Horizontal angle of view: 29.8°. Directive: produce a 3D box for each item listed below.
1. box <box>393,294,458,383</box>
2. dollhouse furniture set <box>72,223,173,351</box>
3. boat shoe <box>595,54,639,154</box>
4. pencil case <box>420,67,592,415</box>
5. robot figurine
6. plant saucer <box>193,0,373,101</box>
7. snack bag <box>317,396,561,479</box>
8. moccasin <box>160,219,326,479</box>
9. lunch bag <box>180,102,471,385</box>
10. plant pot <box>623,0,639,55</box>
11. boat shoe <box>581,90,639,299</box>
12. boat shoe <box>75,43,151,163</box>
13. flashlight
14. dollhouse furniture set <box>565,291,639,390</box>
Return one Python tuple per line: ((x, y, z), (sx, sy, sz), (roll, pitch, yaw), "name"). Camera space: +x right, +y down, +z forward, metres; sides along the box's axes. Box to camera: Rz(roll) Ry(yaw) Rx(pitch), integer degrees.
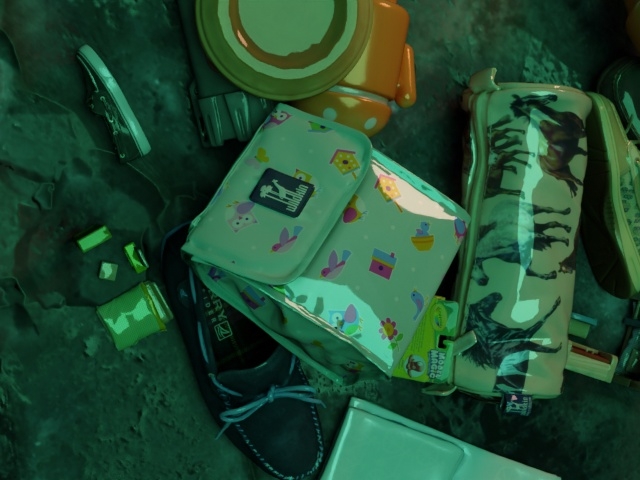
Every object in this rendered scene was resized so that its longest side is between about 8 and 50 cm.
((0.077, 0.107, 1.448), (0.179, 0.043, 0.105), (9, 93, 22), "box")
((-0.227, 0.053, 1.378), (0.076, 0.058, 0.151), (-30, 104, -15), "dollhouse furniture set")
((0.500, -0.101, 1.589), (0.132, 0.130, 0.355), (-44, 107, -11), "boat shoe")
((0.232, 0.001, 1.484), (0.183, 0.160, 0.410), (1, 95, -45), "pencil case")
((0.034, -0.210, 1.413), (0.158, 0.128, 0.219), (10, 91, -63), "robot figurine")
((-0.038, -0.252, 1.315), (0.200, 0.037, 0.200), (-1, 95, -10), "plant saucer")
((0.123, 0.405, 1.548), (0.342, 0.037, 0.323), (24, 86, -20), "snack bag")
((-0.094, 0.143, 1.403), (0.138, 0.117, 0.342), (-34, 105, -14), "moccasin")
((0.000, 0.000, 1.325), (0.262, 0.160, 0.223), (37, 67, -15), "lunch bag")
((0.451, -0.351, 1.511), (0.205, 0.205, 0.188), (-22, 72, -17), "plant pot")
((0.385, -0.067, 1.574), (0.089, 0.104, 0.285), (-24, 113, -21), "boat shoe")
((-0.242, -0.152, 1.361), (0.040, 0.049, 0.142), (-32, 107, -14), "boat shoe")
((-0.113, -0.264, 1.370), (0.103, 0.103, 0.304), (-16, 99, -18), "flashlight")
((0.401, 0.126, 1.574), (0.184, 0.129, 0.129), (18, 88, -20), "dollhouse furniture set")
